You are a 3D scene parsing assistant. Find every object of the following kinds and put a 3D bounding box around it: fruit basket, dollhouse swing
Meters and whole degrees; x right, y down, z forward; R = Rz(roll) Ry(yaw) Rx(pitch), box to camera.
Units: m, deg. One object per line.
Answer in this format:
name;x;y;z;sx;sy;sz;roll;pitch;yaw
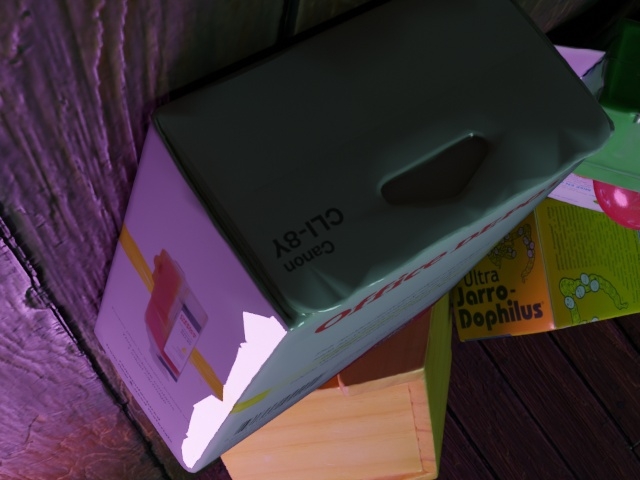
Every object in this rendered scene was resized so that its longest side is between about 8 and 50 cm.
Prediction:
fruit basket;0.364;-0.103;1.204;0.353;0.327;0.165;81;26;-75
dollhouse swing;0.026;0.190;1.607;0.305;0.315;0.347;3;145;13

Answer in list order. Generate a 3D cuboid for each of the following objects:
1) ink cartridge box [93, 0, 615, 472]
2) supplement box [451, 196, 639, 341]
ink cartridge box;0.000;0.000;0.822;0.279;0.160;0.384;-30;168;-26
supplement box;0.391;0.036;1.727;0.356;0.195;0.194;-5;174;-40
